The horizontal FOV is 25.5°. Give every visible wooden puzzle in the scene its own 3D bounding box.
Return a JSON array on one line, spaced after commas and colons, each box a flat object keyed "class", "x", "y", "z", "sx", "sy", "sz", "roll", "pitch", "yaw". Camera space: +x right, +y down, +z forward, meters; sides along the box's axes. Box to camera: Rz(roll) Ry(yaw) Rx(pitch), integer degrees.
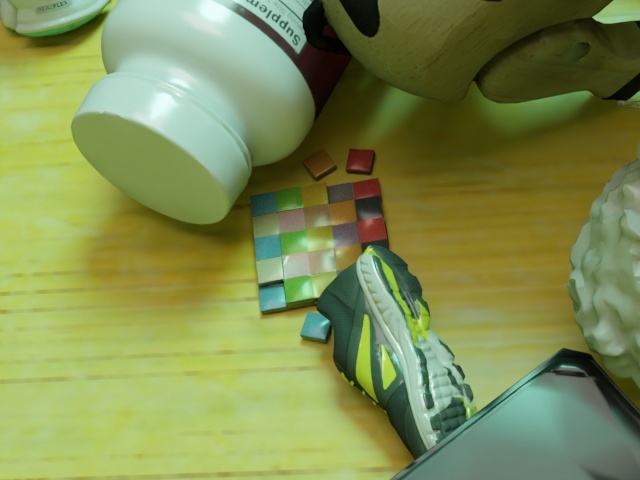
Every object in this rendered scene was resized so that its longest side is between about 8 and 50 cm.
[{"class": "wooden puzzle", "x": 0.000, "y": 0.000, "z": 0.521, "sx": 0.049, "sy": 0.006, "sz": 0.083, "roll": -10, "pitch": 57, "yaw": 4}]

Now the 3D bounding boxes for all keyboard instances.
[{"class": "keyboard", "x": 0.044, "y": 0.122, "z": 0.424, "sx": 0.180, "sy": 0.023, "sz": 0.108, "roll": -36, "pitch": 66, "yaw": -11}]

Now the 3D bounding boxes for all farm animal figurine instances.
[{"class": "farm animal figurine", "x": 0.093, "y": -0.164, "z": 0.421, "sx": 0.172, "sy": 0.327, "sz": 0.330, "roll": -2, "pitch": 46, "yaw": -42}]

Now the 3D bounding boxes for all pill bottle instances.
[{"class": "pill bottle", "x": -0.028, "y": -0.085, "z": 0.533, "sx": 0.086, "sy": 0.086, "sz": 0.152, "roll": 19, "pitch": 64, "yaw": 21}]

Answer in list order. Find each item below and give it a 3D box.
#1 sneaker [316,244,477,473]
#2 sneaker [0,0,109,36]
[{"class": "sneaker", "x": 0.025, "y": 0.044, "z": 0.479, "sx": 0.035, "sy": 0.031, "sz": 0.083, "roll": -33, "pitch": 65, "yaw": 32}, {"class": "sneaker", "x": -0.129, "y": -0.170, "z": 0.611, "sx": 0.065, "sy": 0.076, "sz": 0.166, "roll": -20, "pitch": 57, "yaw": -3}]
